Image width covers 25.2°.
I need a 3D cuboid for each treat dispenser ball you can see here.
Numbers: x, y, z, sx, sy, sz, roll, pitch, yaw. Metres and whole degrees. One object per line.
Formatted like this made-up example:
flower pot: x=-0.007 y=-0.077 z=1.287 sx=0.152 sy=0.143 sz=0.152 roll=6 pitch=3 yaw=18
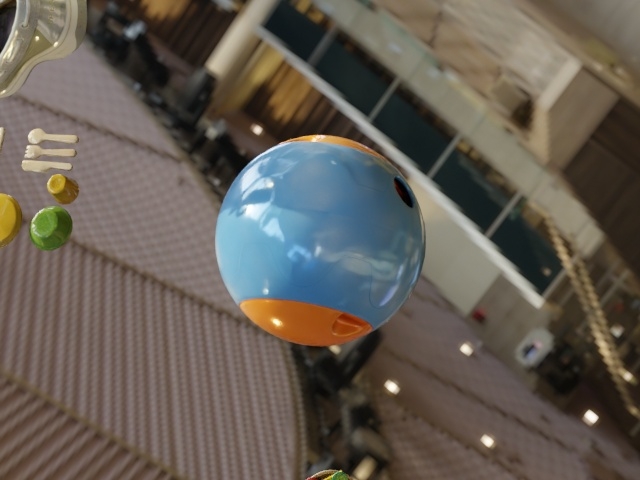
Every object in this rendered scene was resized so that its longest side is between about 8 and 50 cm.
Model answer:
treat dispenser ball: x=0.000 y=0.000 z=1.957 sx=0.288 sy=0.288 sz=0.288 roll=32 pitch=-162 yaw=-12

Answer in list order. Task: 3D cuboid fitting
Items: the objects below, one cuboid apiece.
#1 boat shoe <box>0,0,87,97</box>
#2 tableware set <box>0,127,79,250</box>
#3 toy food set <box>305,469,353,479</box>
boat shoe: x=-0.424 y=-0.265 z=1.887 sx=0.103 sy=0.118 sz=0.320 roll=4 pitch=170 yaw=-39
tableware set: x=-0.265 y=-0.040 z=1.162 sx=0.154 sy=0.104 sz=0.024 roll=4 pitch=163 yaw=17
toy food set: x=0.011 y=0.346 z=1.922 sx=0.083 sy=0.083 sz=0.020 roll=62 pitch=178 yaw=-17
